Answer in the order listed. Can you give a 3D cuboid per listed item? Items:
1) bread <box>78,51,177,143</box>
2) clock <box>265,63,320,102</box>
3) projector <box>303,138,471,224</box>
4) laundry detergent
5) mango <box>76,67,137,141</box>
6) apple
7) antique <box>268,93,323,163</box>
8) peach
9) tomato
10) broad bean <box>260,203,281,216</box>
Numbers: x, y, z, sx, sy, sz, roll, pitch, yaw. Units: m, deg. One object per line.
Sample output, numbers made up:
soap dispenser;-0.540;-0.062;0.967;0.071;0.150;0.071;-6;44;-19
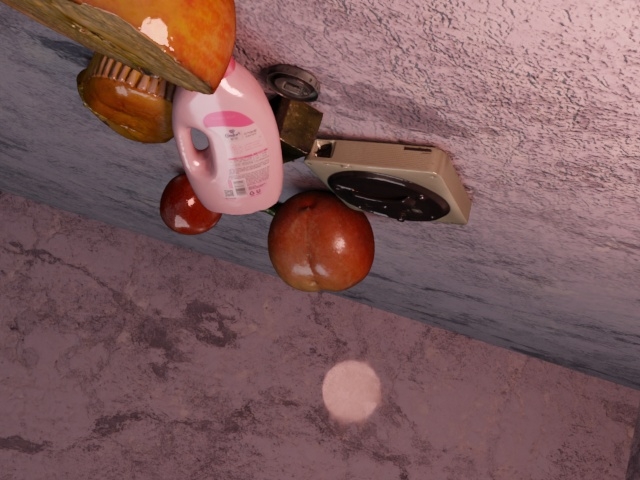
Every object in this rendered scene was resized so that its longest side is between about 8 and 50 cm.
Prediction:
bread;-0.289;-0.243;0.995;0.179;0.133;0.250;19;169;-25
clock;-0.041;-0.237;0.935;0.085;0.017;0.085;17;167;4
projector;0.130;-0.098;1.149;0.257;0.079;0.259;10;167;28
laundry detergent;-0.145;-0.178;0.911;0.159;0.088;0.335;-6;139;1
mango;-0.377;-0.253;1.155;0.178;0.090;0.115;31;166;-32
apple;-0.207;-0.283;0.641;0.293;0.163;0.251;26;-178;24
antique;-0.089;-0.185;1.088;0.081;0.080;0.221;25;167;-26
peach;0.000;0.000;1.415;0.252;0.252;0.252;17;167;4
tomato;-0.348;-0.093;1.625;0.167;0.167;0.167;17;167;4
broad bean;-0.136;-0.081;1.648;0.256;0.052;0.053;21;127;-3
